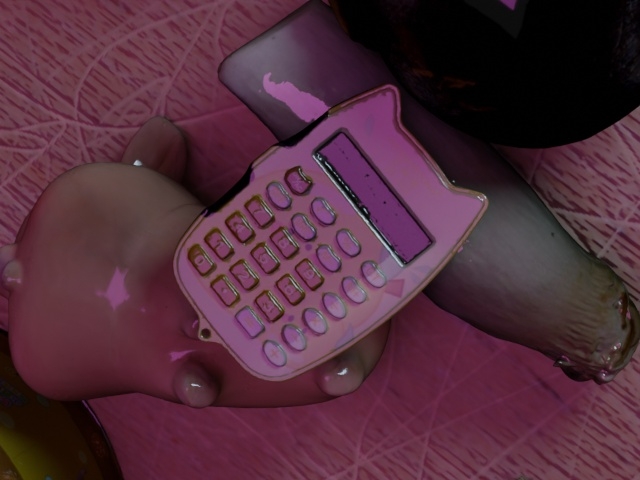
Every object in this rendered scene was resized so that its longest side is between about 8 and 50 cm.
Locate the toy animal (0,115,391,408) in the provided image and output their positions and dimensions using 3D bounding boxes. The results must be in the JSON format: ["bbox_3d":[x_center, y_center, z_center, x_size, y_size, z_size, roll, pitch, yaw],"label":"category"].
[{"bbox_3d":[-0.107,0.040,1.561,0.326,0.269,0.237,5,104,-16],"label":"toy animal"}]

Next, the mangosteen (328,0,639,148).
[{"bbox_3d":[0.134,-0.203,1.415,0.302,0.275,0.275,15,105,35],"label":"mangosteen"}]

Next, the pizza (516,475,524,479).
[{"bbox_3d":[0.135,0.295,1.610,0.201,0.053,0.193,11,103,15],"label":"pizza"}]

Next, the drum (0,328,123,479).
[{"bbox_3d":[-0.393,0.284,1.689,0.431,0.214,0.431,3,100,16],"label":"drum"}]

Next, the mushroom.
[{"bbox_3d":[0.095,-0.031,1.504,0.397,0.177,0.126,43,90,7],"label":"mushroom"}]

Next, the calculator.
[{"bbox_3d":[0.000,0.000,1.413,0.236,0.033,0.157,-38,88,4],"label":"calculator"}]
